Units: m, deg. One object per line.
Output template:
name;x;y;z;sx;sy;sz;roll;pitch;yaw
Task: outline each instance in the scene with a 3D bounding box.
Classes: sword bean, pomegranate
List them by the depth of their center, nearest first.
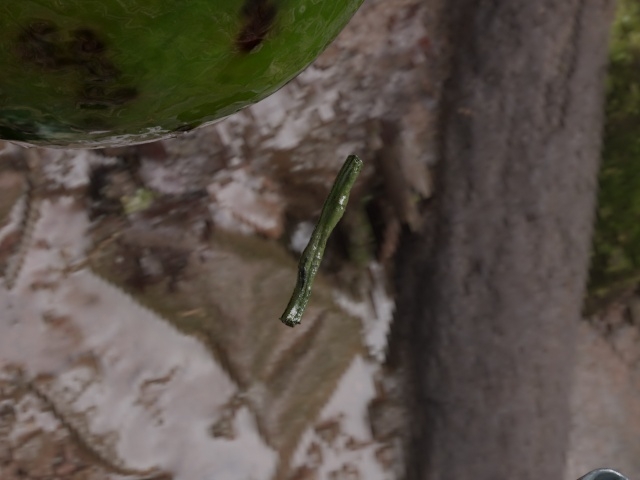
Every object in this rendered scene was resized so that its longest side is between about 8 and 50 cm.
pomegranate;-0.090;-0.115;0.501;0.211;0.263;0.211;39;35;-34
sword bean;0.000;0.000;0.812;0.012;0.012;0.083;20;94;-29

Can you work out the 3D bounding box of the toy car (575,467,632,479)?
toy car;0.135;0.178;0.665;0.191;0.100;0.097;38;42;-14
